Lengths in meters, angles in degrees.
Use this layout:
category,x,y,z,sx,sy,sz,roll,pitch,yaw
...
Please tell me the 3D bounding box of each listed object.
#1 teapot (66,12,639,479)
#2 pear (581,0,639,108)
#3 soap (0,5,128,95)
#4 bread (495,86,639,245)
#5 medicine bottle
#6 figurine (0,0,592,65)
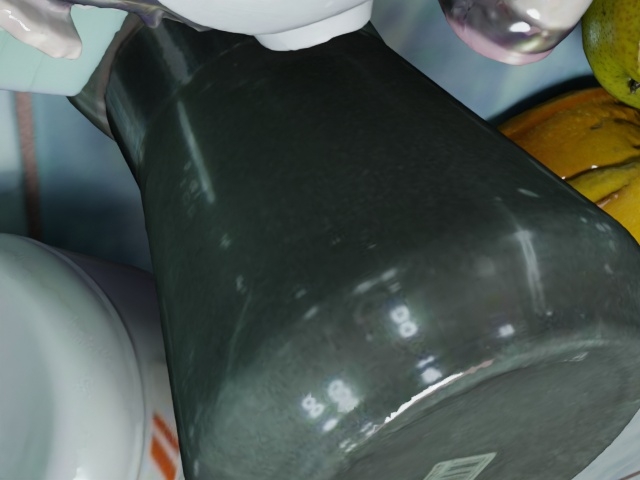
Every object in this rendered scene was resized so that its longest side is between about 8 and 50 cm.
category,x,y,z,sx,sy,sz,roll,pitch,yaw
teapot,0.000,0.000,0.738,0.253,0.344,0.300,-15,145,-21
pear,0.239,-0.164,0.934,0.141,0.104,0.141,-18,123,-30
soap,-0.199,-0.150,0.608,0.231,0.091,0.145,1,137,-41
bread,0.175,-0.002,1.063,0.270,0.142,0.195,-39,138,8
medicine bottle,-0.163,0.131,0.885,0.241,0.241,0.302,-39,157,14
figurine,0.014,-0.215,0.552,0.361,0.253,0.211,-6,171,-31
